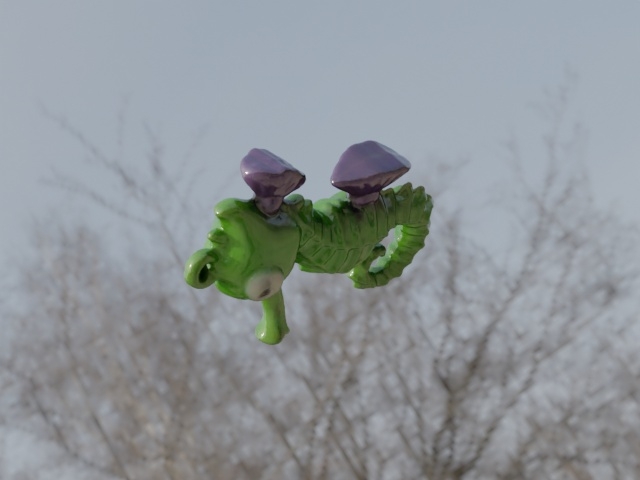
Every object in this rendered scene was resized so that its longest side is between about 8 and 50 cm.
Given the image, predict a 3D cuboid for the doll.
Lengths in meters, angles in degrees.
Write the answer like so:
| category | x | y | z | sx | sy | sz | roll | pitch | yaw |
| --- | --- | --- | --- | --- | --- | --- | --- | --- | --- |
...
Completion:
| category | x | y | z | sx | sy | sz | roll | pitch | yaw |
| --- | --- | --- | --- | --- | --- | --- | --- | --- | --- |
| doll | 0.000 | 0.000 | 0.907 | 0.190 | 0.050 | 0.115 | -11 | -48 | -45 |
